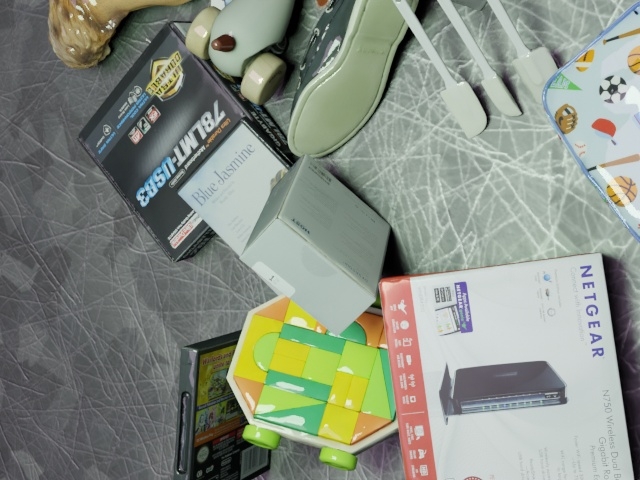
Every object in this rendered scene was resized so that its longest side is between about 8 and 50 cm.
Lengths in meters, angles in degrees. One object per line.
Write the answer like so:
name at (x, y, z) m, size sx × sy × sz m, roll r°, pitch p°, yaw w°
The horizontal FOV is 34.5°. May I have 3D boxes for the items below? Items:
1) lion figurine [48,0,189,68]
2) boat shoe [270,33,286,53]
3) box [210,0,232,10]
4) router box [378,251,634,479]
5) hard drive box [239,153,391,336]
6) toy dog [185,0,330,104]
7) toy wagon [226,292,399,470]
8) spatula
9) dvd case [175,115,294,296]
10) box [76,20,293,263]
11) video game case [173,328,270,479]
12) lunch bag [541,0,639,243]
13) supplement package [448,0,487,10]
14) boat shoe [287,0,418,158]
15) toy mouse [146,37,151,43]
lion figurine at (-0.320, -0.446, 1.770) m, size 0.392 × 0.142 × 0.240 m, roll -10°, pitch 94°, yaw 28°
boat shoe at (-0.074, -0.365, 1.671) m, size 0.038 × 0.046 × 0.125 m, roll -22°, pitch 72°, yaw 36°
box at (-0.145, -0.399, 1.723) m, size 0.081 × 0.028 × 0.136 m, roll 7°, pitch 94°, yaw 32°
router box at (0.252, 0.197, 1.407) m, size 0.301 × 0.082 × 0.336 m, roll -9°, pitch 88°, yaw 12°
hard drive box at (0.000, 0.000, 1.493) m, size 0.181 × 0.232 × 0.089 m, roll 40°, pitch 116°, yaw -10°
toy dog at (-0.085, -0.377, 1.568) m, size 0.220 × 0.161 × 0.334 m, roll 15°, pitch 94°, yaw 7°
toy wagon at (0.042, 0.200, 1.532) m, size 0.344 × 0.068 × 0.267 m, roll 14°, pitch 70°, yaw 11°
spatula at (0.218, -0.270, 1.437) m, size 0.168 × 0.019 × 0.242 m, roll -21°, pitch 112°, yaw 36°
dvd case at (-0.090, -0.050, 1.654) m, size 0.253 × 0.022 × 0.180 m, roll 46°, pitch 116°, yaw -1°
box at (-0.234, -0.164, 1.742) m, size 0.295 × 0.073 × 0.293 m, roll -43°, pitch 78°, yaw 27°
video game case at (-0.143, 0.269, 1.605) m, size 0.035 × 0.275 × 0.248 m, roll 7°, pitch 96°, yaw 23°
lunch bag at (0.448, -0.145, 1.310) m, size 0.243 × 0.115 × 0.303 m, roll -40°, pitch 71°, yaw 25°
supplement package at (0.173, -0.426, 1.474) m, size 0.179 × 0.105 × 0.105 m, roll 46°, pitch 116°, yaw 23°
boat shoe at (0.033, -0.283, 1.566) m, size 0.113 × 0.127 × 0.340 m, roll -113°, pitch 37°, yaw -44°
toy mouse at (-0.273, -0.277, 1.807) m, size 0.161 × 0.031 × 0.143 m, roll 48°, pitch 114°, yaw 21°
